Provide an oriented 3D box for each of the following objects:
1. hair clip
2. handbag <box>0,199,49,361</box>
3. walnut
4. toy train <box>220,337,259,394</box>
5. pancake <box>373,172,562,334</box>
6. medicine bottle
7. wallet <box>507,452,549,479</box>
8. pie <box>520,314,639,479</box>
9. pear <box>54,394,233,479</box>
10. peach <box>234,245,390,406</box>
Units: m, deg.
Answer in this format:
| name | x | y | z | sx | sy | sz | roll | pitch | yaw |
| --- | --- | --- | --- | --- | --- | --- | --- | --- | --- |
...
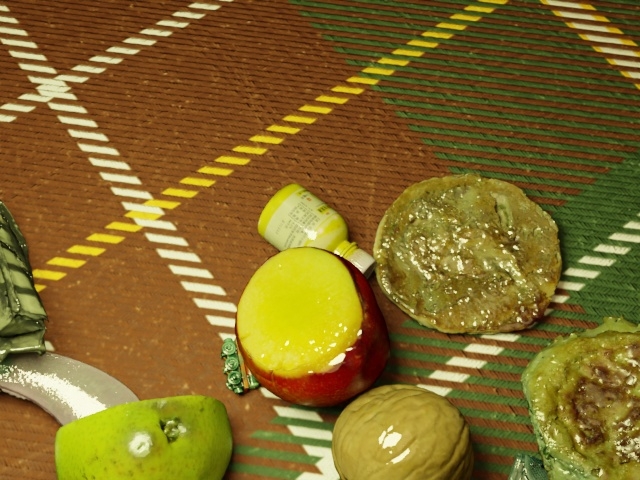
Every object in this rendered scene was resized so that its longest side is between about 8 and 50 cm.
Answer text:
| name | x | y | z | sx | sy | sz | roll | pitch | yaw |
| --- | --- | --- | --- | --- | --- | --- | --- | --- | --- |
| hair clip | -0.424 | 0.264 | 1.352 | 0.359 | 0.095 | 0.110 | 25 | 28 | 6 |
| handbag | -0.630 | 0.111 | 1.319 | 0.325 | 0.162 | 0.327 | -27 | 43 | -12 |
| walnut | 0.131 | 0.328 | 1.254 | 0.228 | 0.228 | 0.228 | 1 | 64 | -1 |
| toy train | -0.137 | 0.216 | 1.402 | 0.064 | 0.044 | 0.103 | -6 | 64 | -16 |
| pancake | 0.275 | 0.020 | 1.498 | 0.356 | 0.065 | 0.356 | 0 | 67 | 1 |
| medicine bottle | 0.000 | 0.000 | 1.466 | 0.212 | 0.122 | 0.122 | 37 | 68 | 15 |
| wallet | 0.374 | 0.412 | 1.327 | 0.129 | 0.026 | 0.088 | 23 | 66 | 9 |
| pie | 0.493 | 0.278 | 1.339 | 0.288 | 0.103 | 0.354 | -8 | 54 | 5 |
| pear | -0.254 | 0.331 | 1.209 | 0.292 | 0.292 | 0.159 | -10 | 68 | -6 |
| peach | 0.002 | 0.153 | 1.320 | 0.248 | 0.245 | 0.274 | -57 | 36 | 15 |
